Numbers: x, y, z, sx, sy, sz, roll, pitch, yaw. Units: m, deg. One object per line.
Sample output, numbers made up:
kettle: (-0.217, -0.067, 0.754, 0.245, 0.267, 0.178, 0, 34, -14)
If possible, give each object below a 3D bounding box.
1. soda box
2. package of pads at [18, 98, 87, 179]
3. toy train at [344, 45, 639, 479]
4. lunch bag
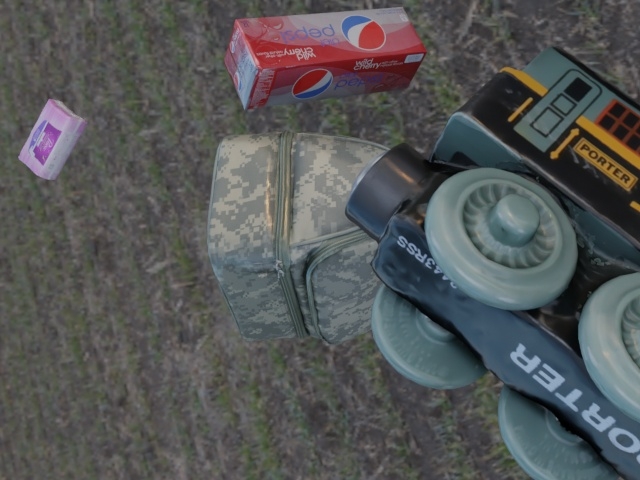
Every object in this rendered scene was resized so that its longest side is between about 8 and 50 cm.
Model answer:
soda box: (0.007, -0.253, 1.196, 0.092, 0.263, 0.083, 66, 151, 23)
package of pads: (-0.310, -0.117, 1.012, 0.050, 0.032, 0.083, 37, 101, 29)
toy train: (0.176, 0.041, 0.460, 0.334, 0.190, 0.142, 39, 148, 12)
lunch bag: (0.000, 0.000, 1.166, 0.305, 0.255, 0.213, 81, -173, -58)
